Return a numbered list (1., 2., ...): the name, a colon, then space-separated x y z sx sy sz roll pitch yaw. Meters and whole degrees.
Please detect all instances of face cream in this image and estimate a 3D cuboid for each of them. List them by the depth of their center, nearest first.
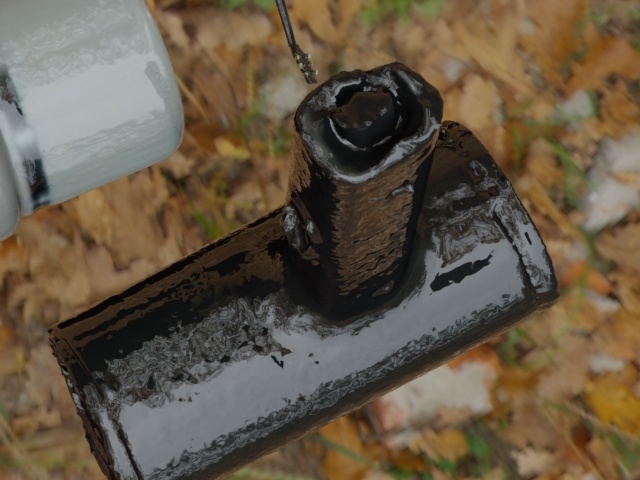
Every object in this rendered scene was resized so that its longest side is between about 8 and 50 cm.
1. face cream: -0.200 -0.008 0.639 0.314 0.089 0.143 -24 161 -14

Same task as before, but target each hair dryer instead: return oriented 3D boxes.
1. hair dryer: 0.000 0.000 0.683 0.197 0.251 0.089 -26 74 -13

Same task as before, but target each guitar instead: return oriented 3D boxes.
1. guitar: -0.040 -0.257 1.781 0.025 0.088 0.233 -18 88 28
